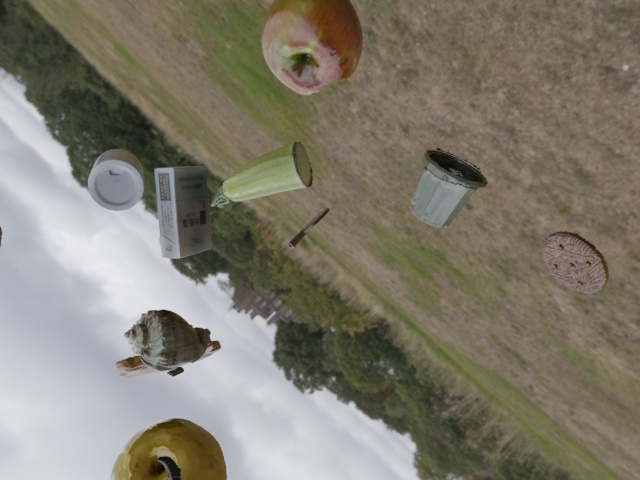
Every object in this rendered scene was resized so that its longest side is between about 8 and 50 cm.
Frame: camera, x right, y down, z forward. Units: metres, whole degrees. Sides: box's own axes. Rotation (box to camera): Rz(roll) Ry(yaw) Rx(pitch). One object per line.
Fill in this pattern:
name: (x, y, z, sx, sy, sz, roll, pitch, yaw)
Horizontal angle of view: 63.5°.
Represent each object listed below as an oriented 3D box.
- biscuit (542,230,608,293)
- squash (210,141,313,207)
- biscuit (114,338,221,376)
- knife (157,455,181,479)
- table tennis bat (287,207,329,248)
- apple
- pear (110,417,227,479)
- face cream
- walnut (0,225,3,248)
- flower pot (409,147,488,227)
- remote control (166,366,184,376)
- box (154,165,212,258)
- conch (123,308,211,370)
biscuit: (0.665, 0.060, 1.363, 0.188, 0.027, 0.187, 48, 159, 25)
squash: (-0.127, -0.115, 1.038, 0.094, 0.224, 0.094, 56, -157, -39)
biscuit: (-0.464, 0.365, 1.595, 0.376, 0.269, 0.051, 5, -118, -57)
knife: (-0.314, 0.572, 1.117, 0.021, 0.046, 0.222, -10, 89, 60)
table tennis bat: (0.000, 0.000, 1.462, 0.119, 0.170, 0.107, 48, 148, -6)
apple: (-0.023, -0.664, 1.690, 0.339, 0.339, 0.339, 44, 174, 6)
pear: (-0.395, 0.631, 1.374, 0.314, 0.314, 0.314, 44, 174, 6)
face cream: (-0.603, -0.201, 1.549, 0.145, 0.145, 0.369, 47, 180, -25)
walnut: (-1.034, 0.029, 1.348, 0.383, 0.383, 0.383, 44, 174, 6)
flower pot: (0.499, -0.207, 2.117, 0.291, 0.259, 0.290, 18, -149, -12)
remote control: (-0.492, 0.443, 1.756, 0.034, 0.016, 0.091, 28, 180, 7)
box: (-0.375, -0.081, 1.424, 0.067, 0.242, 0.155, 2, -171, 24)
conch: (-0.358, 0.239, 1.223, 0.207, 0.130, 0.155, 14, -127, -34)
